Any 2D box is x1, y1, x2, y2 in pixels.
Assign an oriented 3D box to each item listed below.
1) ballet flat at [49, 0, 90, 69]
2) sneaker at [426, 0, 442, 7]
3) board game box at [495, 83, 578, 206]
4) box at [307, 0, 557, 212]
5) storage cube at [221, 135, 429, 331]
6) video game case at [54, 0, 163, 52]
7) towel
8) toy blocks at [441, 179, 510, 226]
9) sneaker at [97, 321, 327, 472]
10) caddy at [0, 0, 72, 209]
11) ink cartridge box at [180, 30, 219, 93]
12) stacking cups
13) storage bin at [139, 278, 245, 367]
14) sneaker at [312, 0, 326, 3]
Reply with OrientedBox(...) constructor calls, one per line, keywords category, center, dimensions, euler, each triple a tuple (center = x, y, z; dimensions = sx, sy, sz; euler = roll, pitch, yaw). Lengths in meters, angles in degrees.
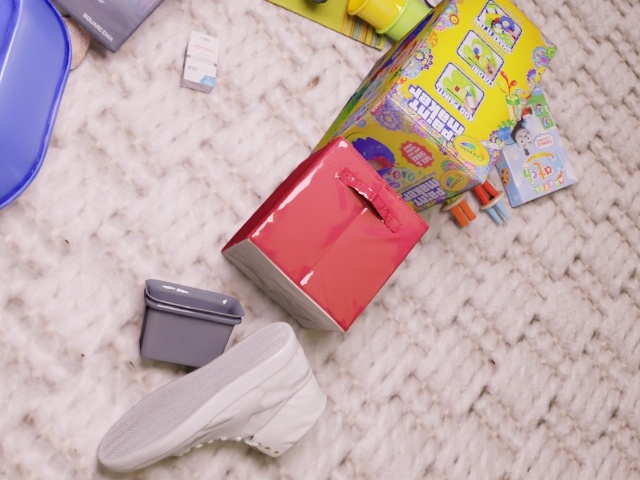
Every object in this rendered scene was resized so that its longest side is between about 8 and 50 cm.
OrientedBox(category="ballet flat", center=(-0.378, -0.398, 0.869), dimensions=(0.107, 0.106, 0.316), euler=(-6, 81, -26))
OrientedBox(category="sneaker", center=(0.259, -0.561, 1.190), dimensions=(0.099, 0.121, 0.263), euler=(9, 75, -22))
OrientedBox(category="board game box", center=(0.399, -0.188, 1.217), dimensions=(0.160, 0.039, 0.212), euler=(-20, 88, -27))
OrientedBox(category="box", center=(0.158, -0.198, 0.968), dimensions=(0.177, 0.290, 0.279), euler=(38, 65, -12))
OrientedBox(category="storage cube", center=(0.000, 0.000, 0.900), dimensions=(0.183, 0.215, 0.193), euler=(44, 71, -10))
OrientedBox(category="video game case", center=(-0.253, -0.410, 0.808), dimensions=(0.274, 0.026, 0.196), euler=(-43, 126, 8))
OrientedBox(category="towel", center=(0.018, -0.423, 1.105), dimensions=(0.237, 0.021, 0.102), euler=(17, 71, -20))
OrientedBox(category="toy blocks", center=(0.273, -0.074, 1.125), dimensions=(0.123, 0.054, 0.148), euler=(-42, 97, -27))
OrientedBox(category="sneaker", center=(-0.129, 0.252, 0.835), dimensions=(0.292, 0.108, 0.169), euler=(-30, 121, -4))
OrientedBox(category="caddy", center=(-0.448, -0.191, 0.754), dimensions=(0.241, 0.179, 0.342), euler=(11, 78, 0))
OrientedBox(category="ink cartridge box", center=(-0.187, -0.277, 0.973), dimensions=(0.048, 0.028, 0.084), euler=(11, 74, -22))
OrientedBox(category="stacking cups", center=(0.200, -0.360, 1.118), dimensions=(0.316, 0.096, 0.096), euler=(27, 68, -23))
OrientedBox(category="storage bin", center=(-0.186, 0.116, 0.858), dimensions=(0.135, 0.098, 0.091), euler=(16, 100, -21))
OrientedBox(category="sneaker", center=(0.023, -0.490, 1.067), dimensions=(0.106, 0.078, 0.235), euler=(10, 58, -21))
